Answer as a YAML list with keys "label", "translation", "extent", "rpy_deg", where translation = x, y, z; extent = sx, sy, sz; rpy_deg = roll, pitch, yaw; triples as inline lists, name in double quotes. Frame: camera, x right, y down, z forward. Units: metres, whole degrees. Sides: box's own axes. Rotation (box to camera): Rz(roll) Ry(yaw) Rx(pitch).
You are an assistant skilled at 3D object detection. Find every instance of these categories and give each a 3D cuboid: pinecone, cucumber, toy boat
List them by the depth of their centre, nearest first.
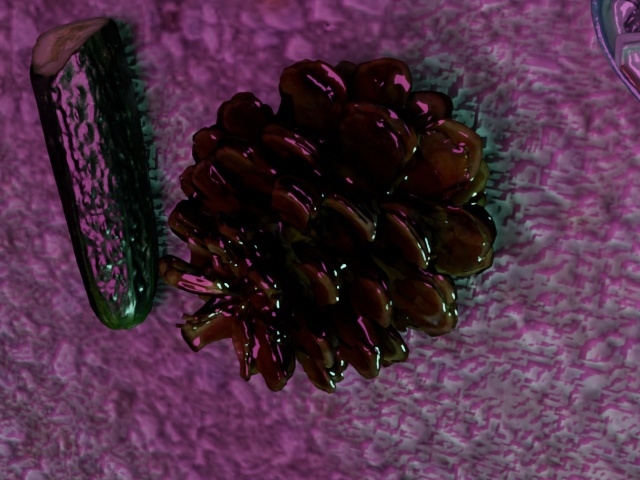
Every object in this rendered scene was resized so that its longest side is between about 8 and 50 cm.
- label: "toy boat"
  translation: [0.210, -0.101, 0.818]
  extent: [0.140, 0.066, 0.059]
  rpy_deg: [51, 125, 10]
- label: "pinecone"
  translation: [0.000, 0.000, 0.886]
  extent: [0.221, 0.221, 0.221]
  rpy_deg: [8, 107, 28]
- label: "cucumber"
  translation: [-0.167, -0.047, 1.046]
  extent: [0.074, 0.074, 0.241]
  rpy_deg: [-5, 102, 31]
